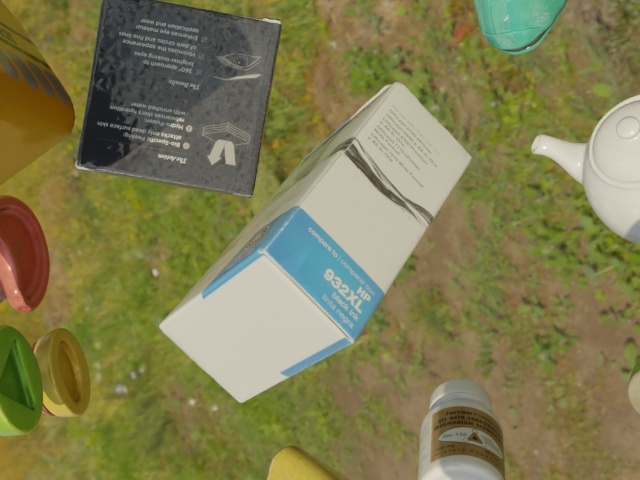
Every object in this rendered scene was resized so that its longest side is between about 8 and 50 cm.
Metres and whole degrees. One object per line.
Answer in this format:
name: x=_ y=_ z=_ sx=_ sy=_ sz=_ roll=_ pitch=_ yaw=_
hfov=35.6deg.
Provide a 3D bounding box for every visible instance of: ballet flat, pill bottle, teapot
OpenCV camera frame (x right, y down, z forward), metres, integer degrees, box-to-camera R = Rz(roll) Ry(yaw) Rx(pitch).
ballet flat: x=0.204 y=-0.268 z=0.833 sx=0.083 sy=0.247 sz=0.087 roll=18 pitch=155 yaw=40
pill bottle: x=0.218 y=0.322 z=1.545 sx=0.229 sy=0.131 sz=0.131 roll=-76 pitch=-19 yaw=-61
teapot: x=0.485 y=-0.123 z=1.437 sx=0.187 sy=0.256 sz=0.252 roll=35 pitch=-162 yaw=-44

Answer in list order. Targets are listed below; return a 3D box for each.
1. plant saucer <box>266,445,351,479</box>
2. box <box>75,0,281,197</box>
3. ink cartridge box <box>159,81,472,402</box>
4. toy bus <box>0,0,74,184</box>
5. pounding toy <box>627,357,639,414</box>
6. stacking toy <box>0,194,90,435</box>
plant saucer: x=0.050 y=0.363 z=0.728 sx=0.081 sy=0.332 sz=0.333 roll=-4 pitch=147 yaw=39
box: x=-0.124 y=-0.128 z=0.898 sx=0.093 sy=0.156 sz=0.158 roll=-138 pitch=58 yaw=-86
ink cartridge box: x=0.000 y=0.000 z=1.070 sx=0.129 sy=0.307 sz=0.223 roll=44 pitch=139 yaw=-8
toy bus: x=-0.250 y=-0.106 z=0.536 sx=0.130 sy=0.108 sz=0.333 roll=56 pitch=-178 yaw=2
pounding toy: x=0.357 y=0.106 z=0.822 sx=0.183 sy=0.110 sz=0.237 roll=8 pitch=151 yaw=23
stacking toy: x=-0.425 y=0.111 z=1.250 sx=0.279 sy=0.130 sz=0.309 roll=-52 pitch=-53 yaw=-80
